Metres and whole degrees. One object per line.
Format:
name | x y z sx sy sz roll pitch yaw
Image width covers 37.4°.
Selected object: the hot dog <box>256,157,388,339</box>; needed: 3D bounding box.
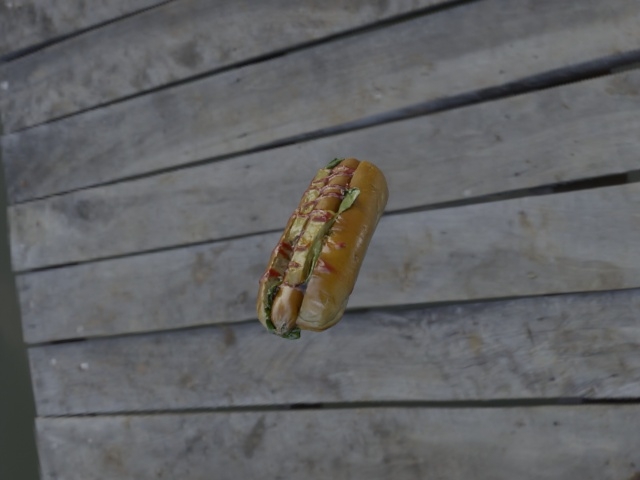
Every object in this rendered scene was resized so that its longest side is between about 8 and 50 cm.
hot dog | 0.000 0.000 0.966 0.104 0.250 0.076 -7 128 33
